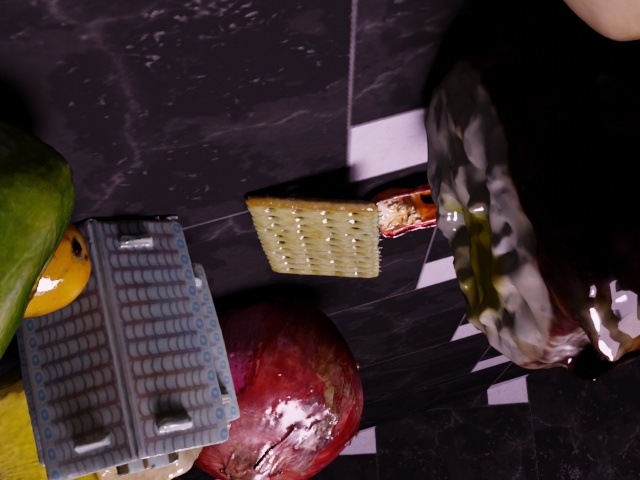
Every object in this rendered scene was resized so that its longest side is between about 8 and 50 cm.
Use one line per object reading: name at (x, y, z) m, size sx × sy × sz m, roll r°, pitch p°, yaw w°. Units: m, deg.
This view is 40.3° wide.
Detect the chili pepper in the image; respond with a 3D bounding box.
chili pepper at (0.133, -0.049, 0.951) m, size 0.267 × 0.050 × 0.059 m, roll -17°, pitch 119°, yaw -1°

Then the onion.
onion at (-0.075, 0.209, 1.169) m, size 0.276 × 0.276 × 0.276 m, roll -15°, pitch 160°, yaw -6°

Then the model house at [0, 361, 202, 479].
model house at (-0.265, 0.215, 1.041) m, size 0.234 × 0.193 × 0.175 m, roll -21°, pitch -174°, yaw 19°

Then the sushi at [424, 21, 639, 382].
sushi at (0.254, -0.046, 0.701) m, size 0.294 × 0.281 × 0.299 m, roll -15°, pitch -172°, yaw -2°

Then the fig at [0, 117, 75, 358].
fig at (-0.295, -0.011, 0.561) m, size 0.235 × 0.203 × 0.203 m, roll 24°, pitch 145°, yaw -15°

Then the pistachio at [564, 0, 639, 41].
pistachio at (0.193, -0.198, 0.532) m, size 0.126 × 0.108 × 0.185 m, roll 20°, pitch 162°, yaw 19°

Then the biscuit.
biscuit at (0.000, 0.000, 0.953) m, size 0.139 × 0.016 × 0.231 m, roll 3°, pitch 160°, yaw 4°

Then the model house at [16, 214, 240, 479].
model house at (-0.195, 0.116, 0.870) m, size 0.198 × 0.224 × 0.215 m, roll -11°, pitch 163°, yaw -13°

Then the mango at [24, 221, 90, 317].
mango at (-0.275, 0.018, 0.725) m, size 0.163 × 0.090 × 0.111 m, roll 5°, pitch 148°, yaw -22°
